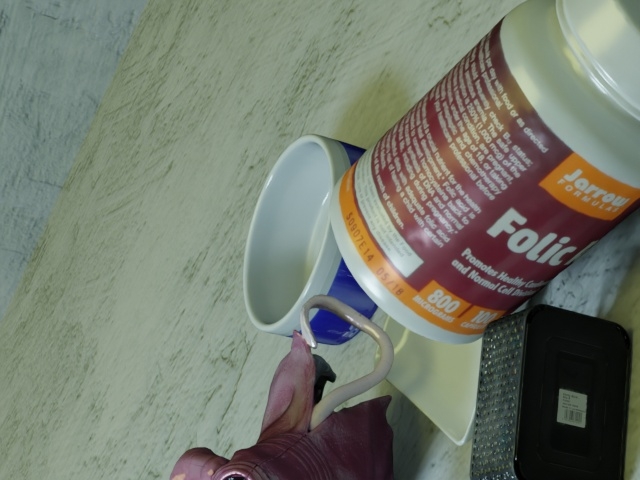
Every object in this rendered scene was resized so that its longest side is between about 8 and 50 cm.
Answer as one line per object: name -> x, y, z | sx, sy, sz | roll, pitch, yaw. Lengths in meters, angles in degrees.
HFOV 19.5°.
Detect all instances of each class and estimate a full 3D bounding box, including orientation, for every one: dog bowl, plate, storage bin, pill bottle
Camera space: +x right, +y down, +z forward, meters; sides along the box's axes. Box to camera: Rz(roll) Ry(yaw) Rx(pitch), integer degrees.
dog bowl -> 0.000, 0.000, 2.417 | 0.265, 0.104, 0.265 | -44, 39, 50
plate -> 0.164, 0.061, 2.084 | 0.278, 0.045, 0.277 | 38, 112, 65
storage bin -> 0.222, 0.163, 1.792 | 0.084, 0.122, 0.180 | -28, 51, 60
pill bottle -> 0.209, -0.092, 1.807 | 0.392, 0.224, 0.224 | -44, 37, 33

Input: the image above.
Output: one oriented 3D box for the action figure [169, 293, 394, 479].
action figure -> -0.023, 0.259, 2.032 | 0.370, 0.248, 0.276 | -28, -37, -63
